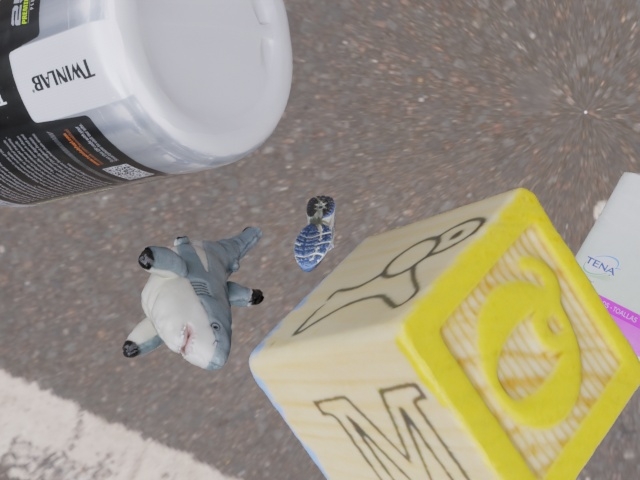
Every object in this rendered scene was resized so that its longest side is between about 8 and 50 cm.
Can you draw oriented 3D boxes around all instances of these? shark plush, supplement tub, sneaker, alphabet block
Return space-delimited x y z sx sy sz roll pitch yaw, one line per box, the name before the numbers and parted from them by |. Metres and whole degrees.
shark plush | -0.069 0.035 0.755 0.067 0.161 0.073 18 104 7
supplement tub | -0.193 -0.130 0.929 0.316 0.193 0.194 -9 94 39
sneaker | 0.000 0.000 1.711 0.052 0.135 0.058 2 136 17
alphabet block | 0.098 0.100 0.953 0.197 0.192 0.193 -18 112 52

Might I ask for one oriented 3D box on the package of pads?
package of pads | 0.446 0.056 1.485 0.296 0.101 0.229 31 91 51
